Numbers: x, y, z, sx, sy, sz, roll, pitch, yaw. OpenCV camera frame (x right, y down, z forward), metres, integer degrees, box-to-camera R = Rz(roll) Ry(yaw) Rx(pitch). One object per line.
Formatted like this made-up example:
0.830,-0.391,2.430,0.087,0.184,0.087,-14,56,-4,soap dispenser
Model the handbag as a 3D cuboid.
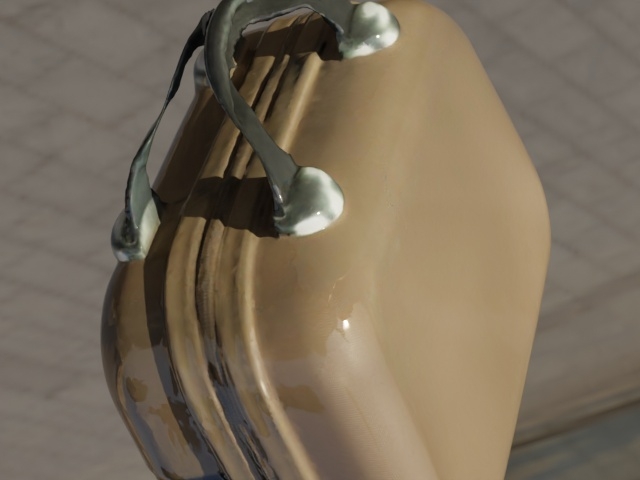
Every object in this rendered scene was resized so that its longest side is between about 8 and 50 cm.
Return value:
0.000,0.000,0.921,0.149,0.302,0.283,-8,129,25,handbag
